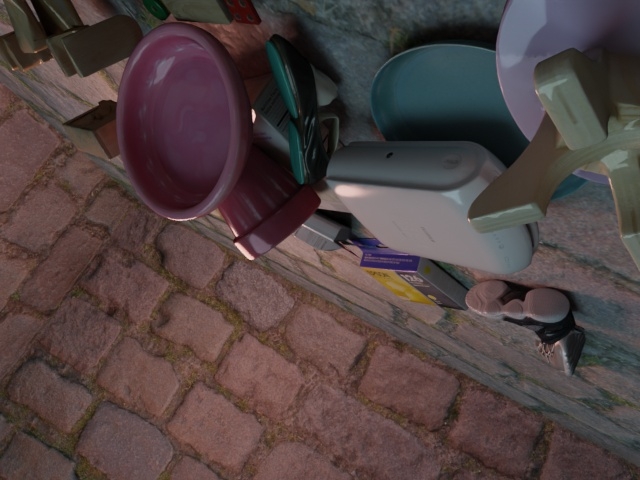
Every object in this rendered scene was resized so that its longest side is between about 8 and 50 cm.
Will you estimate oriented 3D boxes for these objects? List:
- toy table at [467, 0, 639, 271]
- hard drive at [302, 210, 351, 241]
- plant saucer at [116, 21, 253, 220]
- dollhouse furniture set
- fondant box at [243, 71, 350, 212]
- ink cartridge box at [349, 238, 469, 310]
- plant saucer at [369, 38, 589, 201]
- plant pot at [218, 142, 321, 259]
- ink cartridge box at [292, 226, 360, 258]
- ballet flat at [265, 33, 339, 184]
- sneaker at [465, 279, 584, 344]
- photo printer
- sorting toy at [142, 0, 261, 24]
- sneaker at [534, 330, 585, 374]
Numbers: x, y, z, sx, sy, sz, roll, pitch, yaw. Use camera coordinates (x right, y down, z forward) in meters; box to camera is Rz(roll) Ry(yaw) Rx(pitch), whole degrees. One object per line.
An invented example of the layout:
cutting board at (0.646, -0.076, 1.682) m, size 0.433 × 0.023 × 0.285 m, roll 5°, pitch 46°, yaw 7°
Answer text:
toy table at (0.259, -0.102, 0.400) m, size 0.274 × 0.160 × 0.252 m, roll 34°, pitch 146°, yaw -19°
hard drive at (-0.088, -0.096, 1.286) m, size 0.353 × 0.047 × 0.233 m, roll 27°, pitch -174°, yaw 10°
plant saucer at (-0.238, -0.203, 0.793) m, size 0.332 × 0.331 × 0.084 m, roll 21°, pitch -160°, yaw 31°
dollhouse furniture set at (-0.472, -0.412, 0.927) m, size 0.362 × 0.256 × 0.393 m, roll 19°, pitch 140°, yaw 36°
fondant box at (-0.073, -0.197, 0.964) m, size 0.238 × 0.096 × 0.330 m, roll 12°, pitch 156°, yaw 50°
ink cartridge box at (0.260, 0.104, 1.373) m, size 0.307 × 0.072 × 0.304 m, roll 34°, pitch 166°, yaw -23°
plant saucer at (0.219, -0.159, 0.621) m, size 0.318 × 0.043 × 0.317 m, roll 29°, pitch 166°, yaw 8°
plant pot at (-0.129, -0.089, 0.905) m, size 0.180 × 0.201 × 0.201 m, roll 50°, pitch 161°, yaw -13°
ink cartridge box at (0.000, 0.000, 1.431) m, size 0.232 × 0.066 × 0.189 m, roll 36°, pitch -177°, yaw -21°
ballet flat at (-0.020, -0.220, 0.751) m, size 0.280 × 0.096 × 0.095 m, roll 80°, pitch 163°, yaw -50°
sneaker at (0.496, 0.182, 1.092) m, size 0.153 × 0.101 × 0.269 m, roll 41°, pitch 160°, yaw -26°
photo printer at (0.189, -0.054, 0.732) m, size 0.308 × 0.107 × 0.256 m, roll 14°, pitch 159°, yaw 47°
sorting toy at (-0.193, -0.389, 0.648) m, size 0.275 × 0.046 × 0.132 m, roll 22°, pitch 163°, yaw 33°
sneaker at (0.642, 0.305, 1.214) m, size 0.115 × 0.105 × 0.281 m, roll 21°, pitch 163°, yaw 34°
